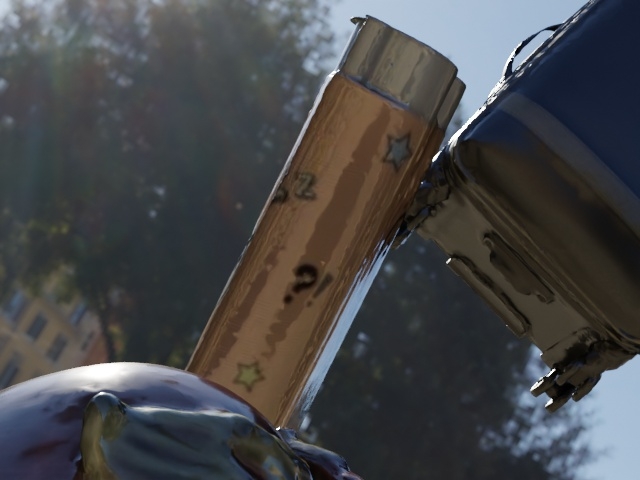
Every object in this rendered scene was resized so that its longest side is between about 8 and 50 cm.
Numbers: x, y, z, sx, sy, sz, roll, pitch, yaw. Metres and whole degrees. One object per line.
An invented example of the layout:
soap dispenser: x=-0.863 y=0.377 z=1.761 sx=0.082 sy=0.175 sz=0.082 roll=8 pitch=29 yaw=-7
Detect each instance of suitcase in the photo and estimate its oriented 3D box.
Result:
suitcase: x=0.284 y=-0.082 z=1.366 sx=0.283 sy=0.434 sz=0.194 roll=46 pitch=-23 yaw=3

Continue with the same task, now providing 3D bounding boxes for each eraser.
eraser: x=0.000 y=0.000 z=1.019 sx=0.087 sy=0.291 sz=0.171 roll=27 pitch=2 yaw=9

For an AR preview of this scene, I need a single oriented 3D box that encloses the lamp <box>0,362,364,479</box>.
lamp: x=-0.078 y=0.125 z=0.385 sx=0.223 sy=0.215 sz=0.151 roll=-25 pitch=-73 yaw=19
